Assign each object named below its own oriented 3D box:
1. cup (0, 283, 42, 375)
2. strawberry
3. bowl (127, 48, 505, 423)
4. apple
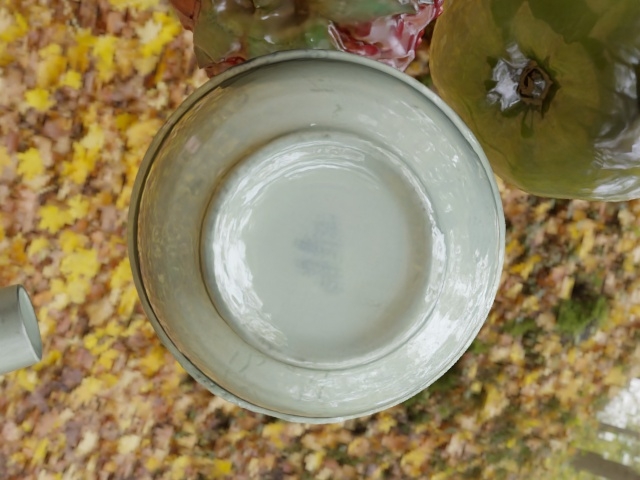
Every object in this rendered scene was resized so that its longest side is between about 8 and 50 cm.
[{"bbox_3d":[-0.208,0.051,0.539,0.054,0.083,0.075,-115,-168,-48],"label":"cup"},{"bbox_3d":[0.000,-0.320,0.912,0.317,0.295,0.345,66,26,-43],"label":"strawberry"},{"bbox_3d":[0.000,0.000,0.734,0.163,0.307,0.307,-127,-131,-84],"label":"bowl"},{"bbox_3d":[0.379,-0.262,1.261,0.473,0.473,0.474,14,90,-74],"label":"apple"}]
